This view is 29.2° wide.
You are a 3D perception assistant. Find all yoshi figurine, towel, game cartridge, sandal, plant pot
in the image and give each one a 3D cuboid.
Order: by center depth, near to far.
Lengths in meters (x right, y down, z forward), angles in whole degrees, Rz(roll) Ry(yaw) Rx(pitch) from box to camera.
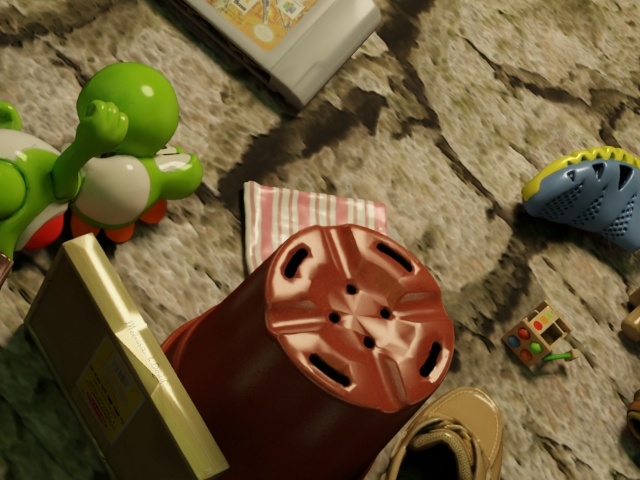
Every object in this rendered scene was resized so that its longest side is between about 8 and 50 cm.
[{"bbox_3d":[-0.013,0.132,1.248,0.272,0.265,0.272,14,55,-20],"label":"plant pot"},{"bbox_3d":[-0.292,-0.104,1.304,0.362,0.203,0.203,-9,58,-36],"label":"yoshi figurine"},{"bbox_3d":[0.000,0.000,1.498,0.197,0.029,0.144,9,55,-24],"label":"towel"},{"bbox_3d":[-0.075,-0.336,1.617,0.297,0.062,0.198,40,78,1],"label":"game cartridge"},{"bbox_3d":[0.422,-0.045,1.705,0.317,0.126,0.138,2,63,-26],"label":"sandal"}]

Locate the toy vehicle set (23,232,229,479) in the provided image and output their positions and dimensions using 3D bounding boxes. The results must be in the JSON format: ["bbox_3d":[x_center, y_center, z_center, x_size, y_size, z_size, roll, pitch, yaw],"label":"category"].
[{"bbox_3d":[-0.197,0.146,1.202,0.035,0.166,0.267,-22,72,-37],"label":"toy vehicle set"}]

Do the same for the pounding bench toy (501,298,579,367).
[{"bbox_3d":[0.283,0.131,1.551,0.083,0.052,0.065,49,50,8],"label":"pounding bench toy"}]

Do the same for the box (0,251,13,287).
[{"bbox_3d":[-0.406,0.084,1.104,0.167,0.203,0.168,30,50,-8],"label":"box"}]

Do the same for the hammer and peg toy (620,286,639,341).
[{"bbox_3d":[0.563,0.172,1.563,0.127,0.266,0.361,-37,82,-21],"label":"hammer and peg toy"}]

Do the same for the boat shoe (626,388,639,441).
[{"bbox_3d":[0.511,0.300,1.542,0.307,0.110,0.104,42,55,13],"label":"boat shoe"}]

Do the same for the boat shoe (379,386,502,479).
[{"bbox_3d":[0.132,0.243,1.288,0.122,0.110,0.341,27,33,8],"label":"boat shoe"}]
